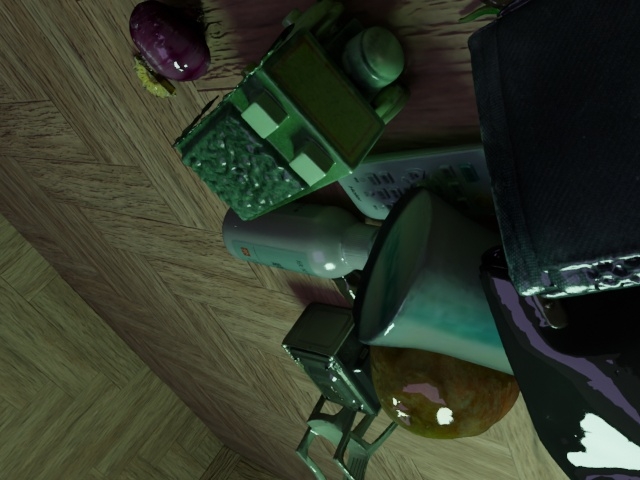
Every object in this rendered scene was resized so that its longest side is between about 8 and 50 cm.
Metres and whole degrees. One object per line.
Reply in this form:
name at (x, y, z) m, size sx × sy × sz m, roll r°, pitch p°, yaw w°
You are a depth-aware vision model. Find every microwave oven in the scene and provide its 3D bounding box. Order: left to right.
microwave oven at (0.043, 0.245, 1.117) m, size 0.163 × 0.129 × 0.205 m, roll 4°, pitch 137°, yaw 46°

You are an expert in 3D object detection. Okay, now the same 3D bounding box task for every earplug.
earplug at (0.220, 0.081, 0.641) m, size 0.324 × 0.185 × 0.185 m, roll 21°, pitch 153°, yaw -11°

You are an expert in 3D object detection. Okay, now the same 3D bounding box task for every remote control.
remote control at (0.141, -0.073, 0.642) m, size 0.293 × 0.051 × 0.103 m, roll 3°, pitch 144°, yaw 43°

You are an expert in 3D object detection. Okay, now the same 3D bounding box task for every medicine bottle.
medicine bottle at (0.000, 0.000, 0.837) m, size 0.351 × 0.110 × 0.110 m, roll 9°, pitch 140°, yaw 40°

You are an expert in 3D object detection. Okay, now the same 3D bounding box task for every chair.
chair at (0.066, 0.455, 1.241) m, size 0.190 × 0.275 × 0.203 m, roll 44°, pitch 152°, yaw -11°

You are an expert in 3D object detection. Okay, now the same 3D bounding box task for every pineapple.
pineapple at (-0.264, -0.251, 0.868) m, size 0.083 × 0.019 × 0.045 m, roll 43°, pitch 144°, yaw -7°

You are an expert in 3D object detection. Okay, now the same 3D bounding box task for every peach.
peach at (0.163, 0.153, 0.777) m, size 0.214 × 0.214 × 0.236 m, roll -17°, pitch 90°, yaw 55°

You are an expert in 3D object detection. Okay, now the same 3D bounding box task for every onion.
onion at (-0.188, -0.260, 0.705) m, size 0.115 × 0.115 × 0.104 m, roll 43°, pitch 106°, yaw -10°

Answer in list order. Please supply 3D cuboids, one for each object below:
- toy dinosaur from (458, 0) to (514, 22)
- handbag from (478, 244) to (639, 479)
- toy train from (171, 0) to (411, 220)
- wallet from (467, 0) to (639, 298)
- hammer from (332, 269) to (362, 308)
toy dinosaur at (0.167, -0.198, 0.466) m, size 0.060 × 0.029 × 0.119 m, roll 39°, pitch 153°, yaw -26°
handbag at (0.319, 0.069, 0.484) m, size 0.342 × 0.152 × 0.288 m, roll -32°, pitch 101°, yaw 23°
toy train at (-0.031, -0.135, 0.603) m, size 0.159 × 0.188 × 0.271 m, roll 46°, pitch 148°, yaw -17°
wallet at (0.256, -0.103, 0.332) m, size 0.342 × 0.075 × 0.237 m, roll -21°, pitch 75°, yaw 50°
hammer at (0.119, 0.185, 0.990) m, size 0.168 × 0.044 × 0.440 m, roll -2°, pitch 126°, yaw 53°
